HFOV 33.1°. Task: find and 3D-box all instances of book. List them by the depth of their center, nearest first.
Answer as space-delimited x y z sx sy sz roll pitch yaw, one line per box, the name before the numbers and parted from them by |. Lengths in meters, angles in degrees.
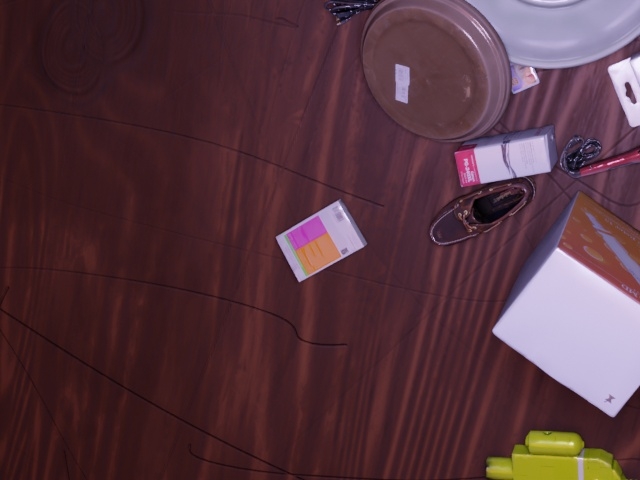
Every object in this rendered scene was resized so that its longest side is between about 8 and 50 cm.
book | 0.000 0.000 1.958 0.144 0.035 0.096 -29 92 24

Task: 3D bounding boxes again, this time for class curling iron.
curling iron | 0.519 -0.154 1.727 0.273 0.035 0.068 -9 103 22

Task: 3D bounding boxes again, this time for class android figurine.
android figurine | 0.435 0.456 1.935 0.272 0.056 0.248 2 107 21

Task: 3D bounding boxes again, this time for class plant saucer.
plant saucer | 0.353 -0.460 1.625 0.400 0.100 0.401 2 101 12
plant saucer | 0.177 -0.275 1.747 0.277 0.041 0.278 23 136 24

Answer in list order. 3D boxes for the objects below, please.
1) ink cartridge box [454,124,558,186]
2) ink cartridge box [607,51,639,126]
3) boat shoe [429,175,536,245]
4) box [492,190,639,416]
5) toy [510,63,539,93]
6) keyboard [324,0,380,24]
ink cartridge box | 0.307 -0.139 1.764 0.150 0.109 0.063 -8 102 21
ink cartridge box | 0.555 -0.253 1.666 0.198 0.067 0.115 -21 99 24
boat shoe | 0.268 -0.050 1.827 0.207 0.073 0.073 -33 95 26
box | 0.424 0.084 1.663 0.215 0.345 0.168 35 114 6
toy | 0.247 -0.337 1.754 0.136 0.056 0.237 -22 98 22
keyboard | 0.099 -0.465 1.765 0.317 0.033 0.202 -3 96 21
